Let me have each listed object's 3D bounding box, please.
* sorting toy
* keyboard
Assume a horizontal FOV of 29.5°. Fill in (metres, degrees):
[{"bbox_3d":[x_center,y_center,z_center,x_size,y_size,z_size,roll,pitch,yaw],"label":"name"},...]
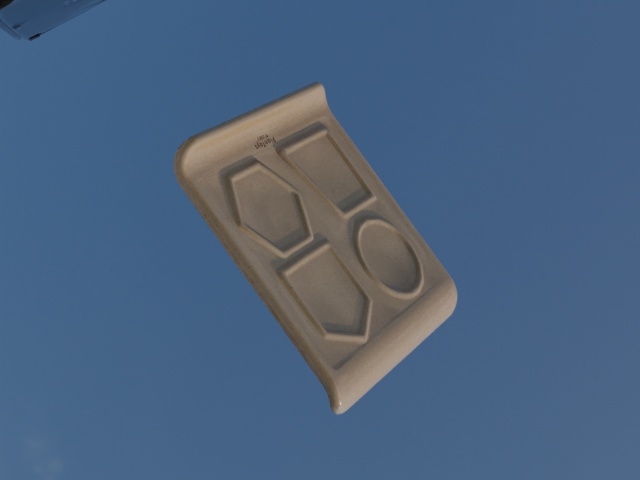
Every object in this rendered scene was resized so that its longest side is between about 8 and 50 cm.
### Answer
[{"bbox_3d":[0.000,0.000,0.869,0.038,0.193,0.208,-31,-89,37],"label":"sorting toy"},{"bbox_3d":[-0.149,-0.210,0.889,0.201,0.317,0.033,-29,-80,-6],"label":"keyboard"}]
